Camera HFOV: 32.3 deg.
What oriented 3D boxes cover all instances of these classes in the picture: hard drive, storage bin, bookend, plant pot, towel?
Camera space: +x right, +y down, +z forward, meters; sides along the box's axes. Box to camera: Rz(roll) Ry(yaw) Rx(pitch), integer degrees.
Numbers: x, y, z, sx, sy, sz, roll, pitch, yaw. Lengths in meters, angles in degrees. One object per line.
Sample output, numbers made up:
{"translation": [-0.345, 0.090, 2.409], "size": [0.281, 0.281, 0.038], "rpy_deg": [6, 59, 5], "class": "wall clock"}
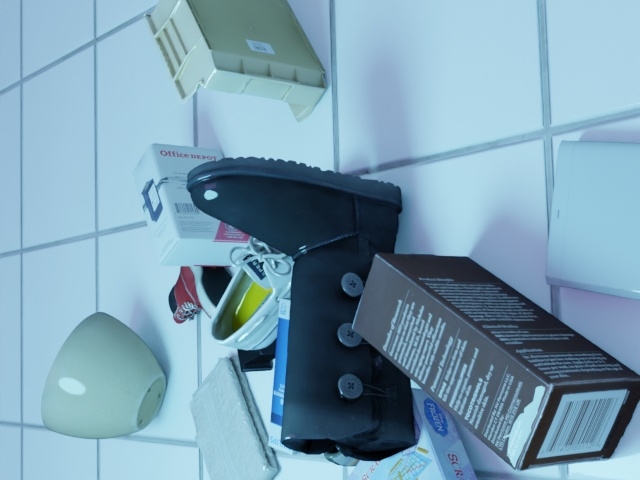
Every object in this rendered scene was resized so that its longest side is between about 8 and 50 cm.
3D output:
{"translation": [0.426, -0.023, 1.423], "size": [0.307, 0.040, 0.203], "rpy_deg": [10, 96, 54], "class": "hard drive"}
{"translation": [-0.153, -0.349, 2.038], "size": [0.123, 0.262, 0.260], "rpy_deg": [-52, 49, 35], "class": "storage bin"}
{"translation": [-0.094, 0.152, 2.086], "size": [0.157, 0.072, 0.156], "rpy_deg": [-32, 64, 47], "class": "bookend"}
{"translation": [-0.455, 0.324, 2.437], "size": [0.191, 0.284, 0.284], "rpy_deg": [21, 108, 15], "class": "plant pot"}
{"translation": [-0.181, 0.388, 2.209], "size": [0.187, 0.049, 0.282], "rpy_deg": [-54, 48, 38], "class": "towel"}

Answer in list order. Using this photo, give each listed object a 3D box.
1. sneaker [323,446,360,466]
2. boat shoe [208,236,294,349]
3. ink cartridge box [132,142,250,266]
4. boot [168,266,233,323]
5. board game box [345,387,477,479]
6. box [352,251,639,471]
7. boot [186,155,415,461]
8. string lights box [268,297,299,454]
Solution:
{"translation": [0.063, 0.249, 1.840], "size": [0.100, 0.108, 0.271], "rpy_deg": [7, 92, 55], "class": "sneaker"}
{"translation": [-0.090, 0.041, 1.929], "size": [0.136, 0.156, 0.367], "rpy_deg": [48, 114, 29], "class": "boat shoe"}
{"translation": [-0.263, -0.071, 2.242], "size": [0.100, 0.172, 0.237], "rpy_deg": [-48, 52, 41], "class": "ink cartridge box"}
{"translation": [-0.247, 0.135, 2.286], "size": [0.244, 0.088, 0.176], "rpy_deg": [57, 132, 49], "class": "boot"}
{"translation": [0.136, 0.451, 1.708], "size": [0.318, 0.066, 0.318], "rpy_deg": [-59, 32, 32], "class": "board game box"}
{"translation": [0.234, 0.156, 1.544], "size": [0.381, 0.191, 0.143], "rpy_deg": [41, 120, 47], "class": "box"}
{"translation": [-0.036, 0.108, 1.724], "size": [0.146, 0.367, 0.445], "rpy_deg": [132, 141, -66], "class": "boot"}
{"translation": [-0.008, 0.231, 1.913], "size": [0.077, 0.133, 0.259], "rpy_deg": [9, 95, 51], "class": "string lights box"}
